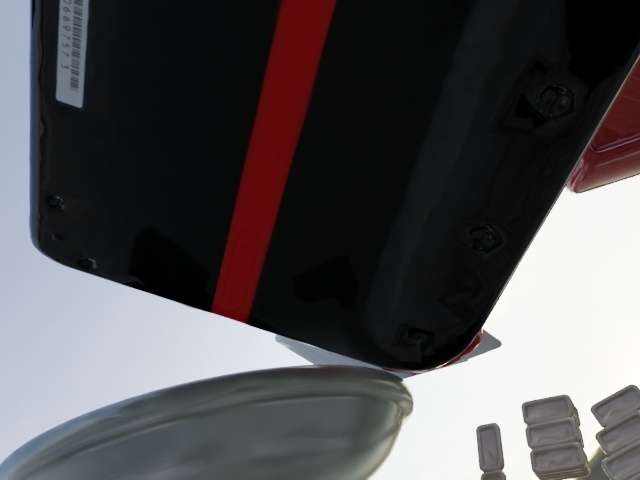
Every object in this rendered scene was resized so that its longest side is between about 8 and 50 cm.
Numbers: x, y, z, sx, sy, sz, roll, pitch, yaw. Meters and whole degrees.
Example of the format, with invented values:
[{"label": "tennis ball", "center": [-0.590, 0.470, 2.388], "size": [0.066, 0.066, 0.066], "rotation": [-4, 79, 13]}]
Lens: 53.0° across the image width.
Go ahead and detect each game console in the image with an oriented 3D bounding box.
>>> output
[{"label": "game console", "center": [-0.007, -0.094, 0.390], "size": [0.060, 0.341, 0.387], "rotation": [-71, 0, -56]}]

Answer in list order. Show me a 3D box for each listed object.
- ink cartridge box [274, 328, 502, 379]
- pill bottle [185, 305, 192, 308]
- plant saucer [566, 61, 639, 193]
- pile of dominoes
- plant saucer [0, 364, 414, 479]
[{"label": "ink cartridge box", "center": [0.061, 0.069, 0.593], "size": [0.115, 0.198, 0.067], "rotation": [35, -128, -21]}, {"label": "pill bottle", "center": [-0.180, -0.016, 1.076], "size": [0.153, 0.265, 0.153], "rotation": [-1, -60, -1]}, {"label": "plant saucer", "center": [0.312, -0.198, 0.583], "size": [0.258, 0.259, 0.047], "rotation": [-19, 3, 27]}, {"label": "pile of dominoes", "center": [0.273, 0.286, 0.680], "size": [0.195, 0.251, 0.040], "rotation": [-20, -47, 25]}, {"label": "plant saucer", "center": [-0.091, 0.241, 0.613], "size": [0.400, 0.101, 0.401], "rotation": [-13, -29, -7]}]
